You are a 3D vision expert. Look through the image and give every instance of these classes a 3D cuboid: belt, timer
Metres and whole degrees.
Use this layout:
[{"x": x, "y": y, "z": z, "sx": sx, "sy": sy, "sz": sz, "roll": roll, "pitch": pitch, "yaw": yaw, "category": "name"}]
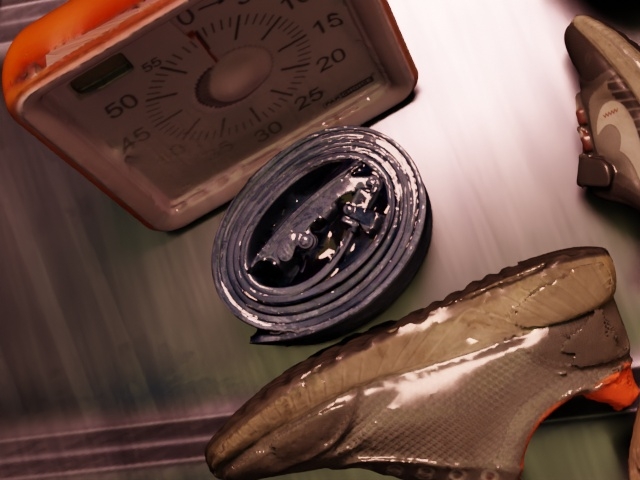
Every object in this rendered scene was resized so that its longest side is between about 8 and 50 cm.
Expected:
[{"x": 0.000, "y": 0.000, "z": 0.844, "sx": 0.190, "sy": 0.082, "sz": 0.141, "roll": -41, "pitch": 73, "yaw": 2, "category": "belt"}, {"x": -0.081, "y": -0.145, "z": 0.790, "sx": 0.257, "sy": 0.250, "sz": 0.161, "roll": -29, "pitch": 79, "yaw": 5, "category": "timer"}]

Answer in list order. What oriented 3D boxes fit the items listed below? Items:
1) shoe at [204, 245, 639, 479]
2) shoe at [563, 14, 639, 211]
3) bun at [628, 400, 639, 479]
[{"x": 0.088, "y": 0.139, "z": 0.801, "sx": 0.336, "sy": 0.132, "sz": 0.171, "roll": -25, "pitch": 89, "yaw": 3, "category": "shoe"}, {"x": 0.240, "y": -0.066, "z": 0.807, "sx": 0.112, "sy": 0.099, "sz": 0.227, "roll": -46, "pitch": 64, "yaw": 24, "category": "shoe"}, {"x": 0.341, "y": 0.145, "z": 0.707, "sx": 0.281, "sy": 0.205, "sz": 0.282, "roll": -2, "pitch": 81, "yaw": 10, "category": "bun"}]
